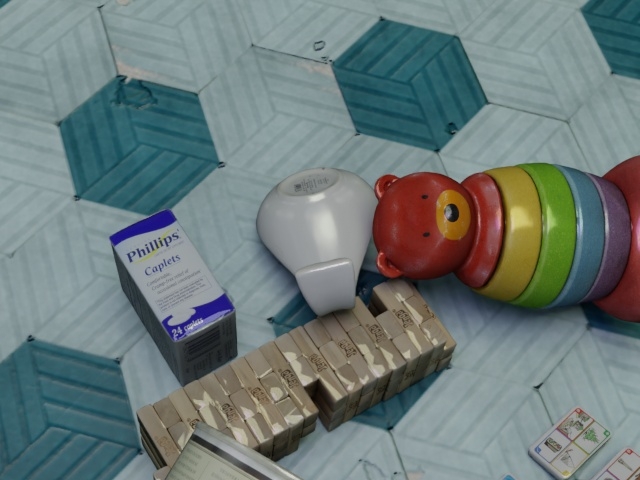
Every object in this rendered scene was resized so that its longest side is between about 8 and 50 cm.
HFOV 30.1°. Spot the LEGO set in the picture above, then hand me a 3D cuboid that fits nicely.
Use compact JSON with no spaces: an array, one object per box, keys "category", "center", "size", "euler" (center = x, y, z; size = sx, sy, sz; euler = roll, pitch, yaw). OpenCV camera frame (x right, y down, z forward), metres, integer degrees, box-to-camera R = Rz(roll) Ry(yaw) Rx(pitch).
[{"category":"LEGO set","center":[0.242,0.302,1.174],"size":[0.244,0.060,0.182],"euler":[-38,58,-22]}]

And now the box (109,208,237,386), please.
[{"category":"box","center":[-0.148,0.059,1.217],"size":[0.072,0.126,0.137],"euler":[-29,68,-17]}]

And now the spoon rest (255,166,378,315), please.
[{"category":"spoon rest","center":[0.000,0.000,1.238],"size":[0.137,0.084,0.276],"euler":[-13,25,3]}]

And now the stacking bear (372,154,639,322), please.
[{"category":"stacking bear","center":[0.194,-0.008,1.226],"size":[0.289,0.164,0.175],"euler":[4,83,-17]}]

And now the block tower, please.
[{"category":"block tower","center":[-0.027,0.151,1.197],"size":[0.335,0.091,0.097],"euler":[-28,66,-18]}]

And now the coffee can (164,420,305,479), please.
[{"category":"coffee can","center":[-0.089,0.321,1.002],"size":[0.202,0.201,0.275],"euler":[29,78,11]}]
